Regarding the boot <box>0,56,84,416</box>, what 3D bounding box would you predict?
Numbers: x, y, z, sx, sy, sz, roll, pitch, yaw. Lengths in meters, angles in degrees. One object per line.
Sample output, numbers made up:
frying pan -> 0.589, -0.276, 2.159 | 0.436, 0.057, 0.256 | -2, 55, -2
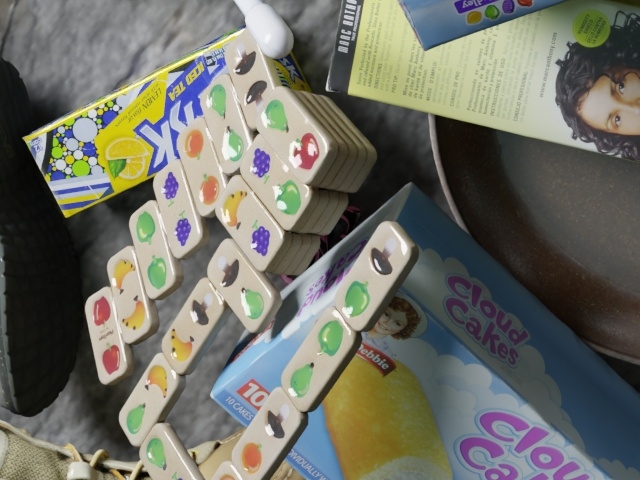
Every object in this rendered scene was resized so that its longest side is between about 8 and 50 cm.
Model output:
boot -> -0.253, -0.007, 1.054 | 0.161, 0.083, 0.247 | 0, 108, 29

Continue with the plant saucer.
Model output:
plant saucer -> 0.217, -0.077, 0.899 | 0.310, 0.050, 0.311 | 5, 110, 14

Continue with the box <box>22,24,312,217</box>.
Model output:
box -> -0.094, -0.076, 0.984 | 0.168, 0.054, 0.059 | -23, 100, 22

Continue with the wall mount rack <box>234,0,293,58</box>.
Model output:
wall mount rack -> -0.073, -0.273, 0.859 | 0.304, 0.130, 0.350 | 34, 114, 13

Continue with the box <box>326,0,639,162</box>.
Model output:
box -> 0.125, -0.100, 0.861 | 0.232, 0.058, 0.087 | 13, 110, 12

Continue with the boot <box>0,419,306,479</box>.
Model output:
boot -> -0.132, 0.156, 1.015 | 0.203, 0.095, 0.262 | 33, 122, -25

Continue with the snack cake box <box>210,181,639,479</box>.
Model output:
snack cake box -> 0.088, 0.113, 0.939 | 0.264, 0.089, 0.152 | 42, 127, -11

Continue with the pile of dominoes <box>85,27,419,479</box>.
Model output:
pile of dominoes -> -0.062, 0.025, 0.899 | 0.196, 0.040, 0.251 | 51, 119, 36

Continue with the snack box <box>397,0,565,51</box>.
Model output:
snack box -> 0.122, -0.201, 0.797 | 0.174, 0.207, 0.070 | -17, 127, 21

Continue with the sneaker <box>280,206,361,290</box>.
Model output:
sneaker -> 0.000, 0.000, 0.992 | 0.057, 0.047, 0.119 | -12, 105, 7
